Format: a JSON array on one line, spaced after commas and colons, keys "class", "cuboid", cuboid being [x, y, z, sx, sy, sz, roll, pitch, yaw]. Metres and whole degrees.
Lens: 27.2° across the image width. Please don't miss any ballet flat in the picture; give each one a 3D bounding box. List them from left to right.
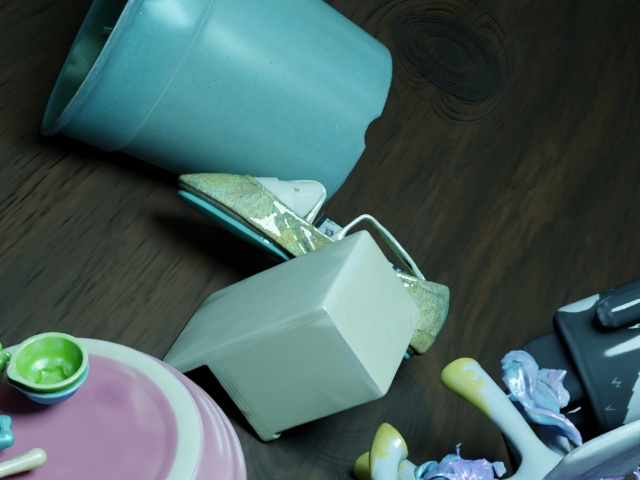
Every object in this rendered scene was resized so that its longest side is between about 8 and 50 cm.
[{"class": "ballet flat", "cuboid": [0.000, 0.000, 1.529, 0.348, 0.123, 0.123, 35, 38, 1]}]

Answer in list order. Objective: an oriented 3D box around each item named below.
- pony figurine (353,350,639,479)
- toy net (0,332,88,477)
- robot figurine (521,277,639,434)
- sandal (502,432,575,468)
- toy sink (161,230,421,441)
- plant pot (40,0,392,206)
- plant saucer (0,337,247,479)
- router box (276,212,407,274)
[{"class": "pony figurine", "cuboid": [0.221, 0.260, 1.291, 0.351, 0.303, 0.363, -21, 33, -6]}, {"class": "toy net", "cuboid": [-0.287, 0.164, 1.112, 0.122, 0.045, 0.232, 14, 42, 9]}, {"class": "robot figurine", "cuboid": [0.395, 0.138, 1.631, 0.209, 0.278, 0.174, 1, 68, -86]}, {"class": "sandal", "cuboid": [0.273, 0.271, 1.518, 0.054, 0.097, 0.254, 14, 41, -22]}, {"class": "toy sink", "cuboid": [-0.030, 0.114, 1.435, 0.131, 0.234, 0.153, 56, 33, -17]}, {"class": "plant pot", "cuboid": [-0.116, -0.205, 1.619, 0.334, 0.341, 0.341, 28, 37, -20]}, {"class": "plant saucer", "cuboid": [-0.230, 0.202, 1.173, 0.332, 0.084, 0.332, 3, 41, -2]}, {"class": "router box", "cuboid": [0.014, 0.056, 1.619, 0.133, 0.046, 0.179, 36, 38, 4]}]
